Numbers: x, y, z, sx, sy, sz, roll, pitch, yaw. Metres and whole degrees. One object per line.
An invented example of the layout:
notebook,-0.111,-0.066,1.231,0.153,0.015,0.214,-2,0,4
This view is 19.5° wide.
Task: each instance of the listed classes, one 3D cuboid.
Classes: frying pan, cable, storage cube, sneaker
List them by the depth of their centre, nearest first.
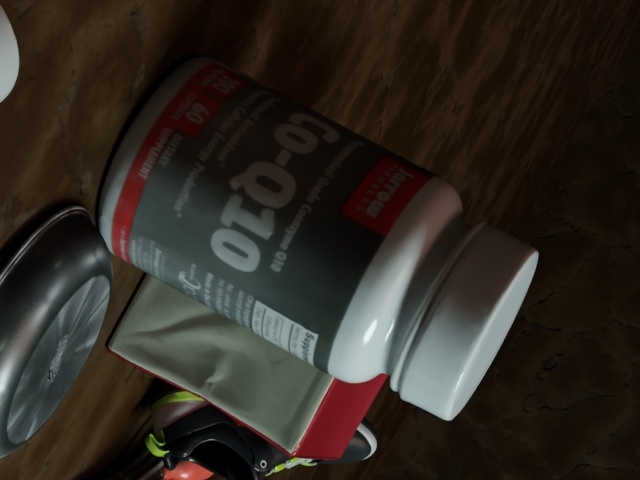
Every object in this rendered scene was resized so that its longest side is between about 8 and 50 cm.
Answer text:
frying pan,-0.211,0.074,1.194,0.197,0.053,0.326,-64,171,9
storage cube,-0.034,0.057,1.548,0.215,0.183,0.193,-61,167,0
cable,-0.158,0.230,1.673,0.139,0.072,0.287,-58,169,9
sneaker,-0.056,0.193,1.701,0.084,0.234,0.097,-46,-141,48

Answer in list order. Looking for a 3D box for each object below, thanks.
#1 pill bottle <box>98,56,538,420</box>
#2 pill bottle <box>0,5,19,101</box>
pill bottle,0.000,0.000,1.318,0.161,0.283,0.161,-57,167,-21
pill bottle,-0.212,-0.042,0.771,0.193,0.108,0.108,-50,163,-44
